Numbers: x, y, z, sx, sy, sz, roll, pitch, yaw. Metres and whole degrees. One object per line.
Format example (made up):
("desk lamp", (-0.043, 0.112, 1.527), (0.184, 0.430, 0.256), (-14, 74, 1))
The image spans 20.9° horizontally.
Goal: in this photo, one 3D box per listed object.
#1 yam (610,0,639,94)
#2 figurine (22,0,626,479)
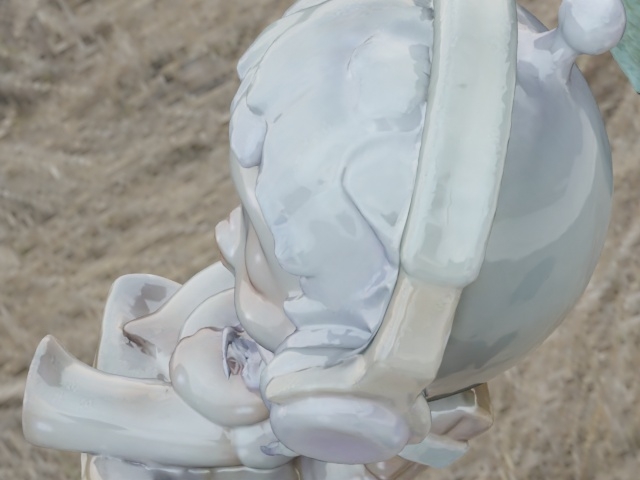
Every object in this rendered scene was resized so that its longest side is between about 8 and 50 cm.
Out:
("yam", (0.291, -0.177, 0.785), (0.348, 0.241, 0.241), (-44, 38, -20))
("figurine", (0.004, 0.001, 0.534), (0.236, 0.141, 0.162), (125, 157, -47))
